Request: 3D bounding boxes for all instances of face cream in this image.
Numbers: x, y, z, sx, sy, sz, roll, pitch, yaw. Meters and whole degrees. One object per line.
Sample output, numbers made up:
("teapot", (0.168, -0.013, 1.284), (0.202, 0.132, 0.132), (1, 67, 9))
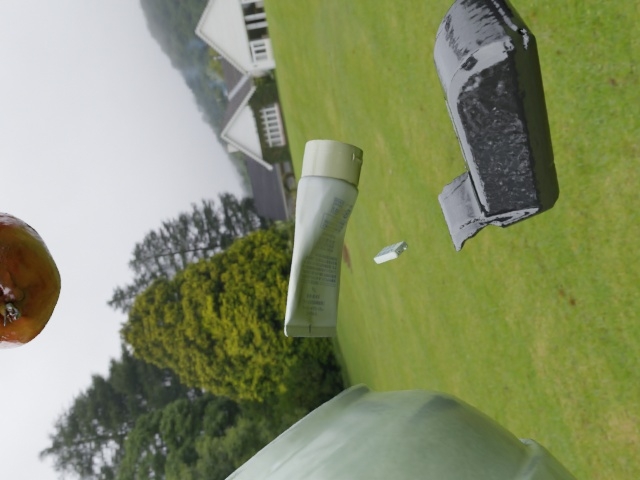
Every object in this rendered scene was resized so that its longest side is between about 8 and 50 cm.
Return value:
("face cream", (0.000, 0.000, 0.735), (0.114, 0.070, 0.224), (15, -98, -58))

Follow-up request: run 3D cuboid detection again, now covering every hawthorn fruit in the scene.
("hawthorn fruit", (-0.475, 0.068, 0.916), (0.299, 0.211, 0.211), (16, 125, 45))

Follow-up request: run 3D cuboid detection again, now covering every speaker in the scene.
("speaker", (0.245, -0.173, 0.987), (0.180, 0.184, 0.388), (-99, -15, -44))

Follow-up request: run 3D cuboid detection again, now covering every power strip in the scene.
("power strip", (0.145, 0.024, 1.301), (0.016, 0.040, 0.090), (51, 153, -7))

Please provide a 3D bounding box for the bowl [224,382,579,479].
("bowl", (0.014, 0.211, 0.414), (0.163, 0.307, 0.307), (49, 172, 18))
